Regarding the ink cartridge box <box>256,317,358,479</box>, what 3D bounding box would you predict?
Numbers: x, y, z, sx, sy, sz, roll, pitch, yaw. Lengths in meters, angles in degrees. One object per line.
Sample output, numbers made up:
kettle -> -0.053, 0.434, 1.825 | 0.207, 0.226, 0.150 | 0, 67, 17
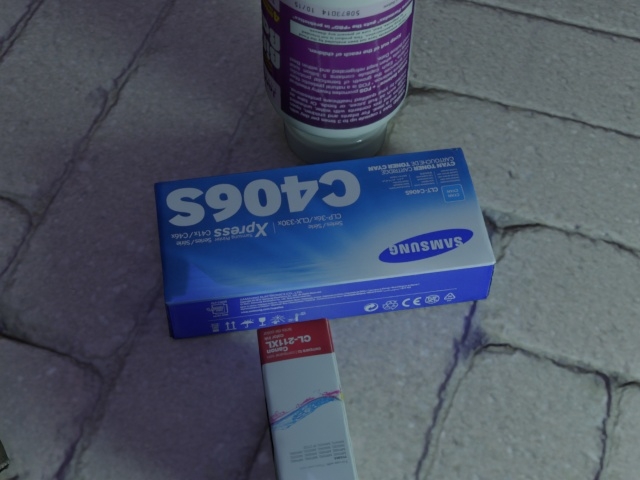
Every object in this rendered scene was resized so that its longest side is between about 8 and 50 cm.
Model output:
ink cartridge box -> -0.012, 0.182, 1.107 | 0.072, 0.127, 0.175 | -8, 54, -4

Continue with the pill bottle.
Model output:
pill bottle -> 0.018, -0.221, 1.294 | 0.169, 0.301, 0.169 | 0, 53, 0

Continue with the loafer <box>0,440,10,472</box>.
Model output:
loafer -> -0.364, 0.204, 1.111 | 0.130, 0.134, 0.365 | 7, 61, -24

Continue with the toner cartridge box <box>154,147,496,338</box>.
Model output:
toner cartridge box -> 0.000, 0.000, 1.274 | 0.348, 0.075, 0.165 | -7, 55, -6
